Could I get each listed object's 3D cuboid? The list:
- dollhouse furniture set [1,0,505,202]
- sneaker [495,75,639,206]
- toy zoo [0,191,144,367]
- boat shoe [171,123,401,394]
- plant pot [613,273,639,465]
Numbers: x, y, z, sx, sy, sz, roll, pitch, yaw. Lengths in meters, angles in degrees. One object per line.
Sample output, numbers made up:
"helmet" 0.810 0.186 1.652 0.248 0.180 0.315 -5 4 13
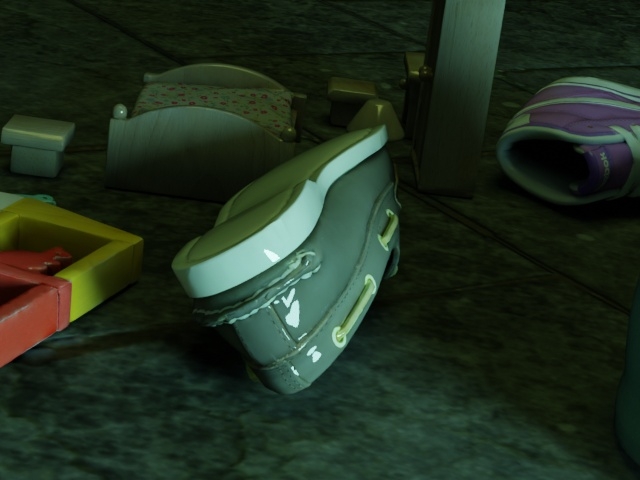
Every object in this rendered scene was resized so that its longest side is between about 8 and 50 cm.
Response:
"dollhouse furniture set" -0.044 -0.157 1.222 0.355 0.174 0.303 7 19 -2
"sneaker" 0.277 -0.059 1.202 0.282 0.102 0.161 5 21 26
"toy zoo" -0.233 0.017 0.885 0.192 0.030 0.293 14 21 18
"boat shoe" -0.004 0.002 0.926 0.109 0.091 0.305 -26 9 18
"plant pot" 0.303 0.010 0.790 0.293 0.196 0.293 -1 14 0
